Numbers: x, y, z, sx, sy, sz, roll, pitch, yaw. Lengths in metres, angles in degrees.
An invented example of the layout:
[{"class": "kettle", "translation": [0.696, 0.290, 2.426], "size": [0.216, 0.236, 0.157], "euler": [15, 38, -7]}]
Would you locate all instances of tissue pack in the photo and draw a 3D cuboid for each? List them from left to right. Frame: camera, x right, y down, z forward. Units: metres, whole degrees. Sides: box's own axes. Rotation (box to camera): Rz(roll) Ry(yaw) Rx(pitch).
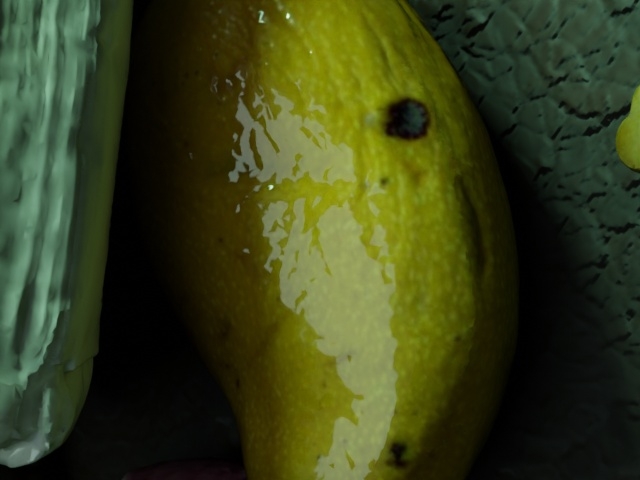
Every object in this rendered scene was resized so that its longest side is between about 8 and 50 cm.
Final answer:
[{"class": "tissue pack", "translation": [-0.192, -0.079, 0.620], "size": [0.266, 0.194, 0.356], "euler": [154, 121, -73]}]

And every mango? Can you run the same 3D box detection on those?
[{"class": "mango", "translation": [0.002, -0.001, 0.626], "size": [0.177, 0.120, 0.295], "euler": [-22, 81, 24]}]

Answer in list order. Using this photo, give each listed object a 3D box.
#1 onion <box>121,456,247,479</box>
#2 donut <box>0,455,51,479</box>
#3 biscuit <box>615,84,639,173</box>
[{"class": "onion", "translation": [-0.068, 0.219, 0.654], "size": [0.230, 0.163, 0.230], "euler": [-5, 81, 31]}, {"class": "donut", "translation": [-0.283, 0.141, 0.807], "size": [0.269, 0.103, 0.270], "euler": [1, 93, 21]}, {"class": "biscuit", "translation": [0.237, -0.103, 0.519], "size": [0.172, 0.029, 0.254], "euler": [35, 110, 28]}]
